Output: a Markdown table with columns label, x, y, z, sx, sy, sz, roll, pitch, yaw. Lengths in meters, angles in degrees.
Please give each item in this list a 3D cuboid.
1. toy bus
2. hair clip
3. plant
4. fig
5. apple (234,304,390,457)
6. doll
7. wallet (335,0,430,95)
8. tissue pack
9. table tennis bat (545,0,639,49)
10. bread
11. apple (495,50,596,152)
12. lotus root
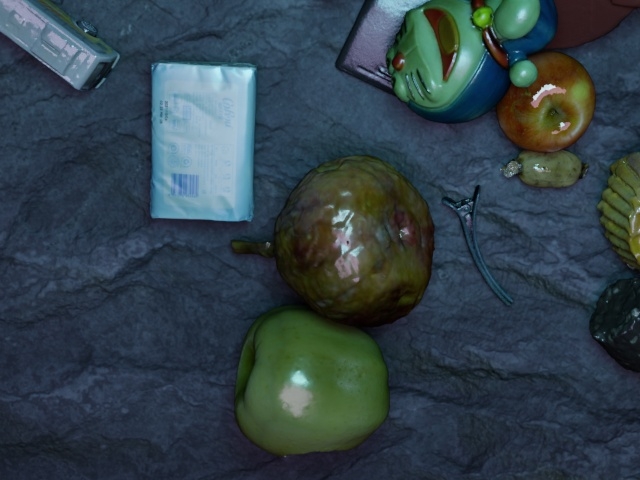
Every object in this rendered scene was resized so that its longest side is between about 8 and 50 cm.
| label | x | y | z | sx | sy | sz | roll | pitch | yaw |
| --- | --- | --- | --- | --- | --- | --- | --- | --- | --- |
| toy bus | -0.462 | -0.352 | 1.708 | 0.268 | 0.106 | 0.092 | 38 | 106 | -8 |
| hair clip | 0.280 | 0.017 | 1.816 | 0.070 | 0.039 | 0.229 | -20 | 109 | 9 |
| plant | 0.598 | 0.182 | 1.787 | 0.274 | 0.149 | 0.146 | 40 | 79 | -14 |
| fig | 0.000 | 0.000 | 1.745 | 0.369 | 0.286 | 0.286 | 0 | 110 | 41 |
| apple | -0.020 | 0.236 | 1.777 | 0.279 | 0.279 | 0.279 | 1 | 106 | 3 |
| doll | 0.232 | -0.294 | 1.601 | 0.322 | 0.186 | 0.198 | -25 | 65 | 43 |
| wallet | 0.128 | -0.368 | 1.711 | 0.124 | 0.025 | 0.244 | 26 | 106 | -5 |
| tissue pack | -0.196 | -0.168 | 1.758 | 0.177 | 0.089 | 0.263 | 3 | 104 | 1 |
| table tennis bat | 0.374 | -0.388 | 1.567 | 0.415 | 0.051 | 0.268 | 12 | 145 | 23 |
| bread | 0.605 | -0.047 | 1.716 | 0.274 | 0.149 | 0.274 | 0 | 108 | -1 |
| apple | 0.362 | -0.226 | 1.687 | 0.163 | 0.139 | 0.163 | -2 | 119 | -4 |
| lotus root | 0.377 | -0.123 | 1.751 | 0.152 | 0.063 | 0.072 | -1 | 116 | 0 |
